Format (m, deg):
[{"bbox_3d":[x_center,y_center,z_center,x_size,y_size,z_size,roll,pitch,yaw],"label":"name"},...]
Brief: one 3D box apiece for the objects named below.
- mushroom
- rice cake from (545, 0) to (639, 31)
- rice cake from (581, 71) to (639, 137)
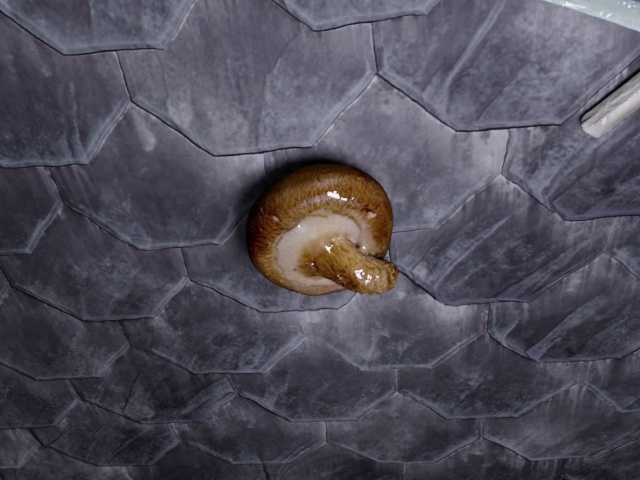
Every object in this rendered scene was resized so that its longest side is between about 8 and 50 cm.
[{"bbox_3d":[-0.001,-0.016,1.412,0.344,0.239,0.346,0,109,1],"label":"mushroom"},{"bbox_3d":[0.478,-0.413,1.113,0.336,0.066,0.063,17,130,-9],"label":"rice cake"},{"bbox_3d":[0.609,-0.290,1.218,0.057,0.052,0.256,31,126,-24],"label":"rice cake"}]
